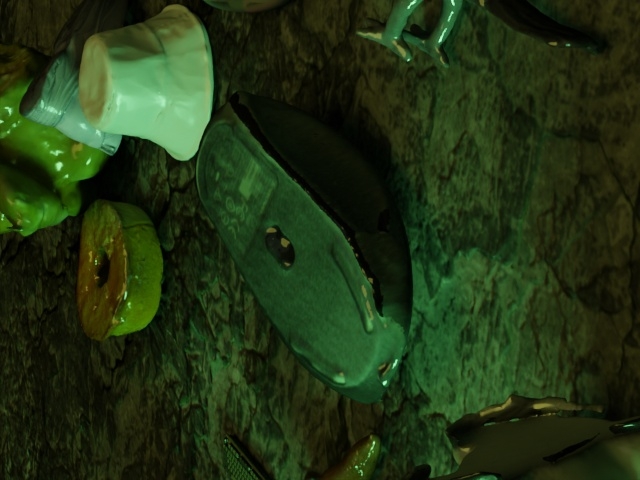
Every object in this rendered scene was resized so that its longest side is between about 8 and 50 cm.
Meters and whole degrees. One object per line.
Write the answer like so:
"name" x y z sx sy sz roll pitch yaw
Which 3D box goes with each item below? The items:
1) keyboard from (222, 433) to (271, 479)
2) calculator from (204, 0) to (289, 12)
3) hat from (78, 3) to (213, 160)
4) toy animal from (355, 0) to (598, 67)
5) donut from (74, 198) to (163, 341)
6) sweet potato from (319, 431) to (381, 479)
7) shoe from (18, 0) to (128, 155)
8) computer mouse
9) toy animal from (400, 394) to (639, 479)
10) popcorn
"keyboard" -0.086 0.282 1.891 0.129 0.015 0.049 41 128 51
"calculator" -0.089 -0.351 1.797 0.299 0.041 0.186 20 110 56
"hat" -0.224 -0.195 1.969 0.203 0.126 0.203 11 103 59
"toy animal" 0.104 -0.241 1.430 0.367 0.081 0.206 63 145 28
"donut" -0.267 0.040 2.127 0.174 0.074 0.190 -9 81 62
"sweet potato" 0.022 0.250 1.673 0.179 0.044 0.044 -55 47 48
"shoe" -0.286 -0.225 2.084 0.095 0.137 0.245 -27 34 49
"computer mouse" 0.003 -0.002 1.606 0.374 0.114 0.203 56 137 30
"toy animal" 0.200 0.310 1.258 0.257 0.194 0.357 -11 100 37
"popcorn" -0.444 -0.135 2.162 0.321 0.325 0.290 166 102 -68
